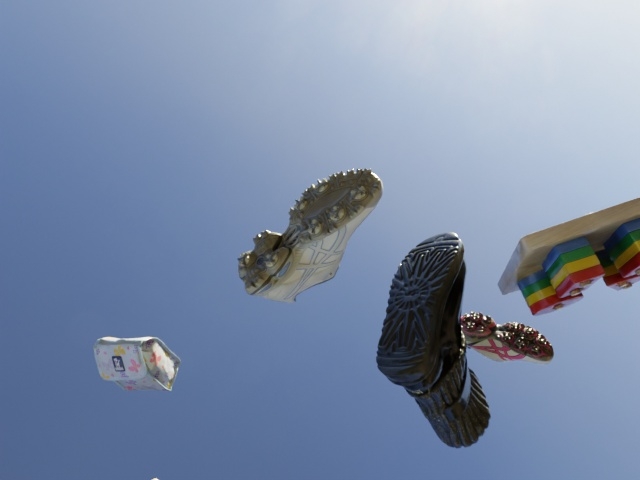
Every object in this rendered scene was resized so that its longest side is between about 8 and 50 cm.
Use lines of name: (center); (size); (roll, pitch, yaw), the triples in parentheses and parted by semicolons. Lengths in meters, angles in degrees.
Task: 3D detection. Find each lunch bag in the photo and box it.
lunch bag: (-0.223, 0.146, 0.556); (0.071, 0.083, 0.053); (-4, -135, 16)

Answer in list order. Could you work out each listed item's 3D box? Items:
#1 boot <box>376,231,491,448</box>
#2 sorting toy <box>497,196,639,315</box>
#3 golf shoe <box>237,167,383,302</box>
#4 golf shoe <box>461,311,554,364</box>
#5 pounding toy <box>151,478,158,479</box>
boot: (0.240, 0.183, 0.894); (0.260, 0.131, 0.348); (47, -127, -28)
sorting toy: (0.444, 0.036, 0.747); (0.257, 0.255, 0.089); (-20, -114, 5)
golf shoe: (0.000, 0.000, 0.475); (0.086, 0.176, 0.069); (37, -158, -43)
golf shoe: (0.362, 0.203, 0.905); (0.067, 0.186, 0.086); (-36, -58, -29)
pounding toy: (-0.319, 0.559, 0.804); (0.183, 0.110, 0.237); (17, -121, -55)
